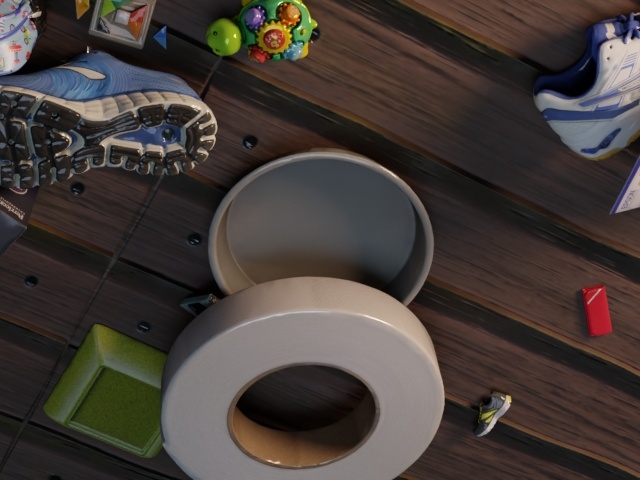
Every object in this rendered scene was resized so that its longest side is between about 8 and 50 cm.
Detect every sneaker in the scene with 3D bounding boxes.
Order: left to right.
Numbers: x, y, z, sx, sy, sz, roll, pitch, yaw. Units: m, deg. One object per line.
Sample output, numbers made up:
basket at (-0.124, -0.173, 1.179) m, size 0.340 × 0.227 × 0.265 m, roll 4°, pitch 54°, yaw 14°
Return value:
sneaker at (-0.295, -0.148, 1.441) m, size 0.330 × 0.147 × 0.130 m, roll 0°, pitch 124°, yaw -19°
sneaker at (0.244, 0.250, 1.797) m, size 0.035 × 0.031 × 0.083 m, roll 33°, pitch 114°, yaw -5°
sneaker at (0.381, -0.220, 1.434) m, size 0.131 × 0.112 × 0.296 m, roll 38°, pitch 115°, yaw -22°

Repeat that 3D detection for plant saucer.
plant saucer at (-0.281, 0.231, 1.763) m, size 0.188 × 0.045 × 0.188 m, roll 26°, pitch 120°, yaw -17°

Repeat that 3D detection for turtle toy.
turtle toy at (-0.069, -0.245, 1.436) m, size 0.130 × 0.066 × 0.095 m, roll -5°, pitch 124°, yaw 2°

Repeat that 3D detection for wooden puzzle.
wooden puzzle at (-0.236, -0.265, 1.453) m, size 0.116 × 0.014 × 0.079 m, roll 9°, pitch 123°, yaw -7°

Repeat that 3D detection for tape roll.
tape roll at (-0.027, 0.217, 1.677) m, size 0.392 × 0.072 × 0.392 m, roll -4°, pitch 129°, yaw -5°

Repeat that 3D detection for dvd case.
dvd case at (-0.125, 0.112, 1.676) m, size 0.119 × 0.013 × 0.087 m, roll 36°, pitch 156°, yaw -23°

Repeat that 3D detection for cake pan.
cake pan at (0.000, 0.000, 1.609) m, size 0.293 × 0.054 × 0.293 m, roll -1°, pitch 124°, yaw -1°

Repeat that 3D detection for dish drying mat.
dish drying mat at (0.384, 0.099, 1.707) m, size 0.032 × 0.008 × 0.083 m, roll -13°, pitch 123°, yaw 7°

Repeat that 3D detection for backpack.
backpack at (-0.392, -0.251, 1.364) m, size 0.158 × 0.173 × 0.117 m, roll 4°, pitch 124°, yaw -3°

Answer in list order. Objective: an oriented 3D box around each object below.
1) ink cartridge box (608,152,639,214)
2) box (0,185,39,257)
ink cartridge box at (0.501, -0.123, 1.450) m, size 0.332 × 0.065 × 0.165 m, roll -9°, pitch 149°, yaw -15°
box at (-0.467, -0.102, 1.456) m, size 0.261 × 0.184 × 0.103 m, roll 36°, pitch 117°, yaw -23°
